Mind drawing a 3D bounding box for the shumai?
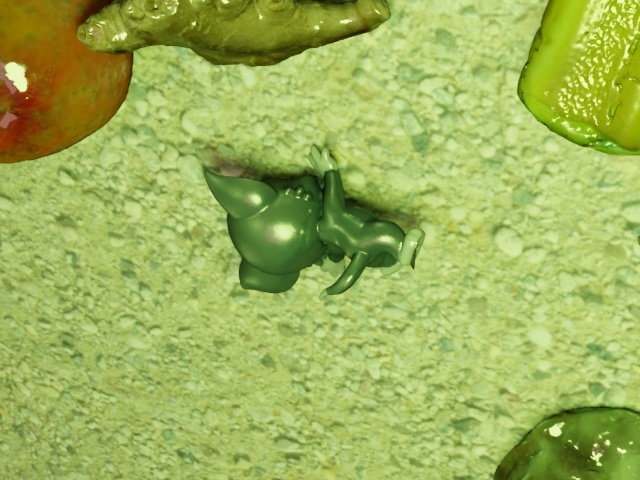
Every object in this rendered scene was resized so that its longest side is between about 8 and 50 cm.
[{"bbox_3d":[0.341,0.397,1.550,0.309,0.263,0.304,14,124,13],"label":"shumai"}]

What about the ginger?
[{"bbox_3d":[-0.101,-0.246,1.413,0.166,0.333,0.080,145,119,-62],"label":"ginger"}]

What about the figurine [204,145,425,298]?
[{"bbox_3d":[0.001,0.004,1.538,0.265,0.140,0.193,29,146,32],"label":"figurine"}]

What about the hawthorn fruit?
[{"bbox_3d":[-0.367,-0.207,1.463,0.277,0.298,0.277,4,126,5],"label":"hawthorn fruit"}]

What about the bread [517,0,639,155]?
[{"bbox_3d":[0.330,-0.267,1.269,0.166,0.112,0.383,29,124,17],"label":"bread"}]

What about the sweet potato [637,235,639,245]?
[{"bbox_3d":[0.462,-0.007,1.401,0.218,0.051,0.065,-10,112,26],"label":"sweet potato"}]
